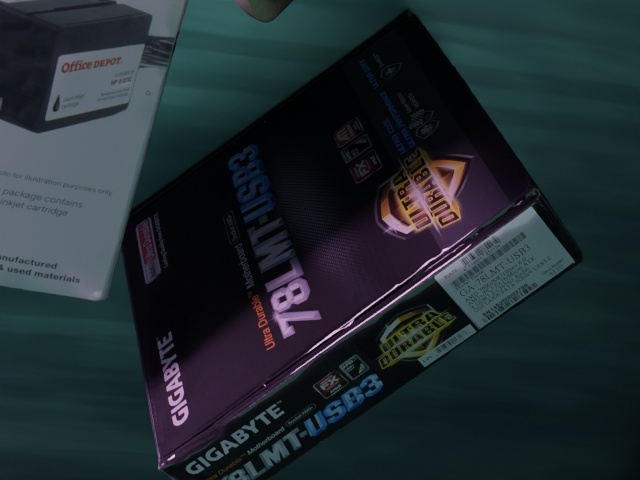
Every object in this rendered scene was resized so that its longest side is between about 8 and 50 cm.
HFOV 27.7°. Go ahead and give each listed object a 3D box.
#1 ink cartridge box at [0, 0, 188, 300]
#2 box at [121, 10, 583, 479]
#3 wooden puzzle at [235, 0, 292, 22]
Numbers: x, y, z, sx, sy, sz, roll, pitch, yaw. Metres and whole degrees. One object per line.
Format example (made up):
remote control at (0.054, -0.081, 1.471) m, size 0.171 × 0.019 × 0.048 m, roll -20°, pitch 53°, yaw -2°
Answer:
ink cartridge box at (-0.166, -0.153, 0.821) m, size 0.129 × 0.223 × 0.307 m, roll 11°, pitch 118°, yaw -18°
box at (0.000, 0.000, 0.913) m, size 0.293 × 0.295 × 0.073 m, roll -34°, pitch 123°, yaw 9°
wooden puzzle at (0.041, -0.313, 0.734) m, size 0.080 × 0.322 × 0.348 m, roll 29°, pitch 111°, yaw -3°
